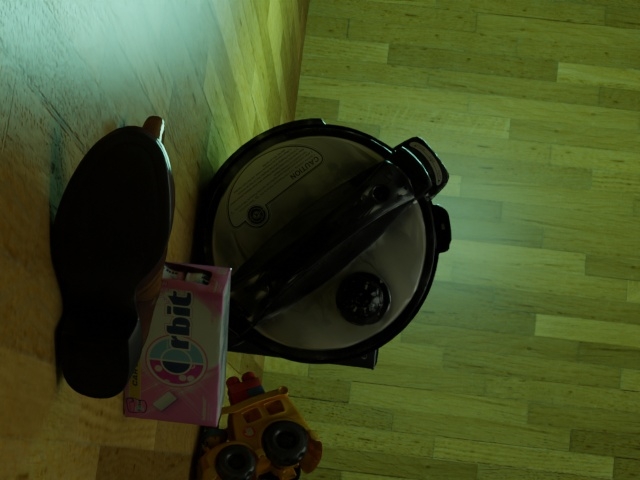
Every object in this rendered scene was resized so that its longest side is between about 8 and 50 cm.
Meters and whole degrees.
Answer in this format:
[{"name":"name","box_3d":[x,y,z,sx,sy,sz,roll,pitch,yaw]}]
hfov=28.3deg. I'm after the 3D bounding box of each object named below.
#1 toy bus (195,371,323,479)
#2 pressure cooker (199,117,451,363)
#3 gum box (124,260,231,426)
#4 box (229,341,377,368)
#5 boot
[{"name":"toy bus","box_3d":[-0.135,0.342,2.227,0.211,0.220,0.149,61,-23,27]},{"name":"pressure cooker","box_3d":[0.005,0.004,1.954,0.420,0.375,0.370,8,92,-89]},{"name":"gum box","box_3d":[-0.160,0.110,1.415,0.062,0.107,0.188,-80,176,-62]},{"name":"box","box_3d":[-0.029,0.066,2.255,0.183,0.294,0.296,44,52,-85]},{"name":"boot","box_3d":[-0.160,-0.037,1.151,0.280,0.096,0.264,-82,177,-57]}]
